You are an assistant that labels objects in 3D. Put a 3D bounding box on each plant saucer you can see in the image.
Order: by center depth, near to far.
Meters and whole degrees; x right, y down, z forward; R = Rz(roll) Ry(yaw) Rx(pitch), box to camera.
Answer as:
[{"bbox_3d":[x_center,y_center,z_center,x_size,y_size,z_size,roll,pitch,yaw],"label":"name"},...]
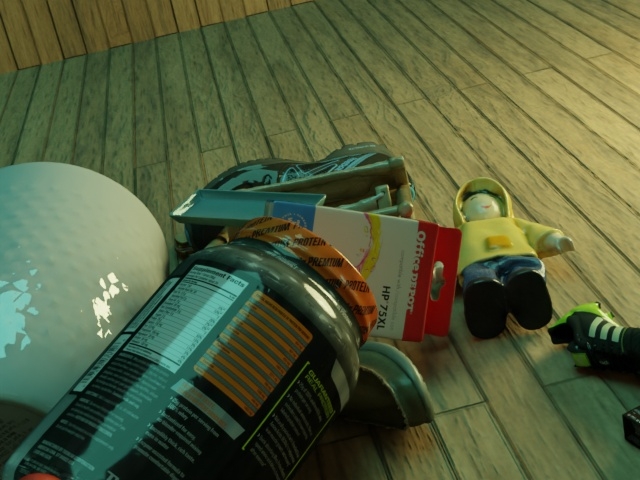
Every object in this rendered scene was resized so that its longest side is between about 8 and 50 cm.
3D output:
[{"bbox_3d":[-0.087,-0.036,1.312,0.192,0.018,0.067,3,33,33],"label":"plant saucer"}]

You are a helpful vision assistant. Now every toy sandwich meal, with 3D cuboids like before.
[{"bbox_3d":[-0.179,-0.002,1.651,0.086,0.029,0.085,-10,25,5],"label":"toy sandwich meal"}]

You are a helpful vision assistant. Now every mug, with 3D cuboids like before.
[{"bbox_3d":[-0.354,0.133,1.193,0.374,0.276,0.328,-24,33,14],"label":"mug"}]

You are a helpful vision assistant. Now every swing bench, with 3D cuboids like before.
[{"bbox_3d":[0.000,0.000,1.406,0.253,0.165,0.254,-12,26,5],"label":"swing bench"}]

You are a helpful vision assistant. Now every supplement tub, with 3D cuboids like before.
[{"bbox_3d":[-0.104,0.150,0.993,0.207,0.207,0.338,12,51,41],"label":"supplement tub"}]

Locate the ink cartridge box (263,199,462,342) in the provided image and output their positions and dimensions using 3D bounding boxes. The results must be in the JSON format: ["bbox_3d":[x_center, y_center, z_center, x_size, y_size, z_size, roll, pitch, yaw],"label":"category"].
[{"bbox_3d":[0.048,0.035,1.210,0.231,0.134,0.078,7,1,-9],"label":"ink cartridge box"}]

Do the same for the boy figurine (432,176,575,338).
[{"bbox_3d":[0.224,0.011,1.370,0.177,0.092,0.285,-11,28,9],"label":"boy figurine"}]

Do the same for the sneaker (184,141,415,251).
[{"bbox_3d":[-0.028,-0.055,1.583,0.341,0.125,0.139,-19,28,-12],"label":"sneaker"}]

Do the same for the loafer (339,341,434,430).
[{"bbox_3d":[0.019,0.159,1.165,0.087,0.094,0.251,-35,24,-30],"label":"loafer"}]

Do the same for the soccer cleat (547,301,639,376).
[{"bbox_3d":[0.307,0.116,1.155,0.072,0.060,0.179,-29,22,-12],"label":"soccer cleat"}]

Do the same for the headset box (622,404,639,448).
[{"bbox_3d":[0.339,0.173,1.040,0.083,0.032,0.062,-23,27,-18],"label":"headset box"}]

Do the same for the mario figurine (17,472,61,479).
[{"bbox_3d":[-0.300,0.272,0.799,0.320,0.198,0.170,-43,-11,20],"label":"mario figurine"}]
